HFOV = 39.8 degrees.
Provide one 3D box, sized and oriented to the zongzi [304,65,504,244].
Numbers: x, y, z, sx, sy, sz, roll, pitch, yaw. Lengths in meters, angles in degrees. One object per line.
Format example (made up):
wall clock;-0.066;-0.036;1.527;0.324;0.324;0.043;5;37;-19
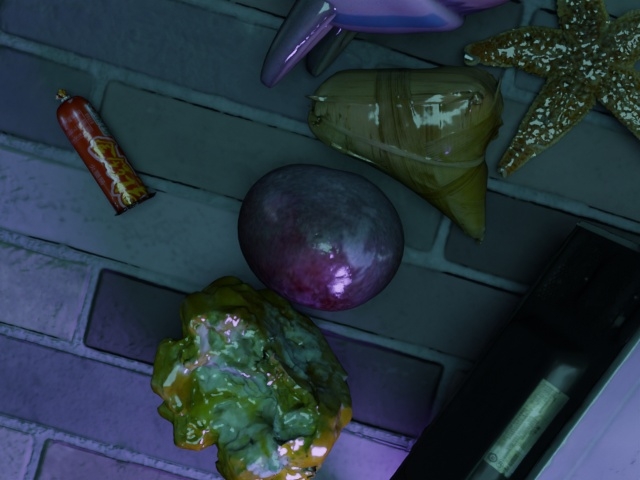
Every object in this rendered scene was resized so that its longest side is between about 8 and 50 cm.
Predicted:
zongzi;0.089;-0.084;0.920;0.194;0.099;0.197;5;124;14

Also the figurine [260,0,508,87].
figurine;0.043;-0.301;0.774;0.361;0.266;0.377;29;99;-29

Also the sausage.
sausage;-0.231;-0.097;0.926;0.050;0.048;0.145;-32;93;-3

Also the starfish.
starfish;0.269;-0.164;0.927;0.231;0.048;0.295;-28;90;7

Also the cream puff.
cream puff;-0.074;0.150;0.895;0.195;0.195;0.221;-37;77;2

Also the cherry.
cherry;0.004;0.002;0.879;0.176;0.176;0.140;21;118;-3

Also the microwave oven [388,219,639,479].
microwave oven;0.271;0.200;0.862;0.286;0.218;0.355;33;94;-18
